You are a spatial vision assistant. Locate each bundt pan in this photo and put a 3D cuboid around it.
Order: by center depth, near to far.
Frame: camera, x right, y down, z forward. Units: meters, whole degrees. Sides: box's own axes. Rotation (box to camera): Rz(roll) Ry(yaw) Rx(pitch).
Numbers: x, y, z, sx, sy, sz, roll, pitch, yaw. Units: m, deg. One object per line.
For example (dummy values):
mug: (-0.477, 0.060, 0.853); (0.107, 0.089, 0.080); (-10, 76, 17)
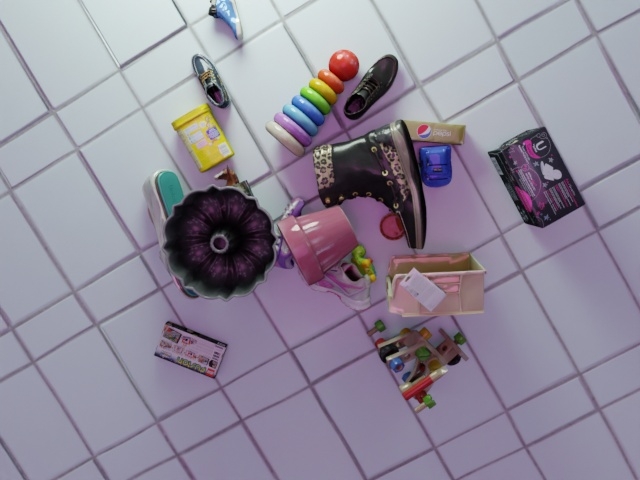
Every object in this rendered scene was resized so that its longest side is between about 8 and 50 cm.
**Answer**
bundt pan: (-0.273, -0.001, 1.809); (0.330, 0.124, 0.331); (1, 100, 5)

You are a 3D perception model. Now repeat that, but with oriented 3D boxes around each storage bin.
storage bin: (0.319, 0.120, 1.810); (0.260, 0.262, 0.123); (-2, 100, 4)

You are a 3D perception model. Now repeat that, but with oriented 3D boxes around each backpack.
backpack: (0.333, -0.212, 1.844); (0.097, 0.101, 0.120); (-2, 102, 11)

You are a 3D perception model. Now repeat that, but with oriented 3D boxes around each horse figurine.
horse figurine: (-0.266, -0.075, 1.922); (0.174, 0.066, 0.263); (-33, 94, 13)

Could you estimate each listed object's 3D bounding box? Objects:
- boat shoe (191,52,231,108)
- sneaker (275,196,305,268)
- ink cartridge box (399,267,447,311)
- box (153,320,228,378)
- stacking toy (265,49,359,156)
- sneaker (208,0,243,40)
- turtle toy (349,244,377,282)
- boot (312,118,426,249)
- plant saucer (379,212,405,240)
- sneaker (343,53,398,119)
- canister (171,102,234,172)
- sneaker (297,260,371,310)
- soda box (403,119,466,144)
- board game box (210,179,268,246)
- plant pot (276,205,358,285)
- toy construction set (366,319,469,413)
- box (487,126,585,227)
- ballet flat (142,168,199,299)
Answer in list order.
boat shoe: (-0.325, -0.472, 1.859); (0.065, 0.083, 0.183); (-31, 95, 7)
sneaker: (-0.086, -0.014, 1.909); (0.104, 0.095, 0.236); (22, 105, -5)
ink cartridge box: (0.268, 0.126, 1.666); (0.115, 0.029, 0.063); (41, 101, -3)
box: (-0.409, 0.345, 2.005); (0.207, 0.036, 0.114); (22, 99, 1)
stacking toy: (-0.006, -0.406, 1.831); (0.141, 0.141, 0.330); (41, 93, -2)
sneaker: (-0.279, -0.647, 1.842); (0.084, 0.058, 0.152); (-14, 93, 0)
turtle toy: (0.124, 0.076, 1.912); (0.095, 0.066, 0.130); (-14, 99, 39)
boot: (0.149, -0.139, 1.841); (0.284, 0.138, 0.378); (-10, 110, 16)
plant saucer: (0.220, -0.042, 1.918); (0.083, 0.013, 0.084); (0, 98, 3)
sneaker: (0.149, -0.438, 1.813); (0.083, 0.118, 0.222); (36, 99, -2)
canister: (-0.347, -0.302, 1.891); (0.126, 0.073, 0.170); (-28, 97, 7)
sneaker: (0.050, 0.102, 1.876); (0.252, 0.103, 0.111); (25, 117, 19)
soda box: (0.327, -0.314, 1.847); (0.181, 0.061, 0.058); (5, 98, 3)
board game box: (-0.235, -0.069, 1.872); (0.126, 0.026, 0.186); (-24, 97, 7)
plant pot: (0.000, 0.000, 1.783); (0.180, 0.201, 0.201); (-27, 96, -4)
toy construction set: (0.316, 0.338, 1.835); (0.237, 0.309, 0.257); (-35, 102, 3)
box: (0.607, -0.180, 1.797); (0.142, 0.163, 0.247); (-29, 95, 4)
ballet flat: (-0.445, -0.015, 1.922); (0.139, 0.139, 0.400); (-15, 93, 6)
